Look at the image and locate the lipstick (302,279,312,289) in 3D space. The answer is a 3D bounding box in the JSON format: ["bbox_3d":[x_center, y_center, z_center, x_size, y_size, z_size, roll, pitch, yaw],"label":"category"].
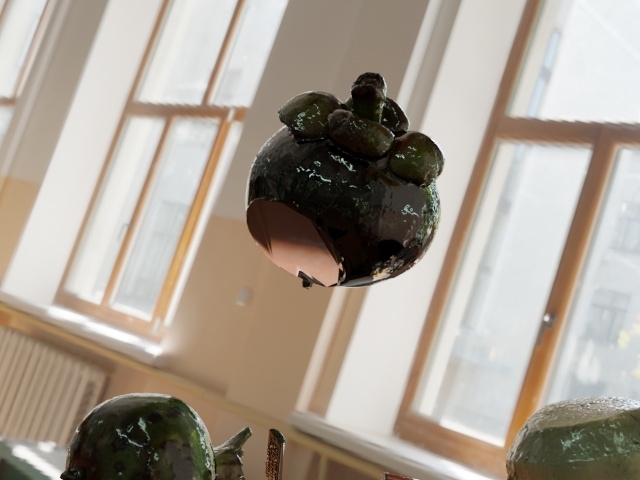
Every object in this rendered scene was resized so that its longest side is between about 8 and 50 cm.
[{"bbox_3d":[0.000,0.000,1.626,0.027,0.176,0.027,18,-3,1],"label":"lipstick"}]

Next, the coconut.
[{"bbox_3d":[0.337,0.308,1.105,0.224,0.234,0.224,-6,-2,0],"label":"coconut"}]

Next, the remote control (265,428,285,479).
[{"bbox_3d":[-0.051,0.256,1.089,0.016,0.091,0.034,-16,45,-24],"label":"remote control"}]

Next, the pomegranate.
[{"bbox_3d":[-0.146,0.210,0.822,0.148,0.148,0.169,13,-19,41],"label":"pomegranate"}]

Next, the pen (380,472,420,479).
[{"bbox_3d":[0.196,0.377,1.348,0.239,0.028,0.028,19,-7,-15],"label":"pen"}]

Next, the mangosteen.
[{"bbox_3d":[0.030,-0.074,1.235,0.287,0.233,0.287,38,-30,27],"label":"mangosteen"}]
